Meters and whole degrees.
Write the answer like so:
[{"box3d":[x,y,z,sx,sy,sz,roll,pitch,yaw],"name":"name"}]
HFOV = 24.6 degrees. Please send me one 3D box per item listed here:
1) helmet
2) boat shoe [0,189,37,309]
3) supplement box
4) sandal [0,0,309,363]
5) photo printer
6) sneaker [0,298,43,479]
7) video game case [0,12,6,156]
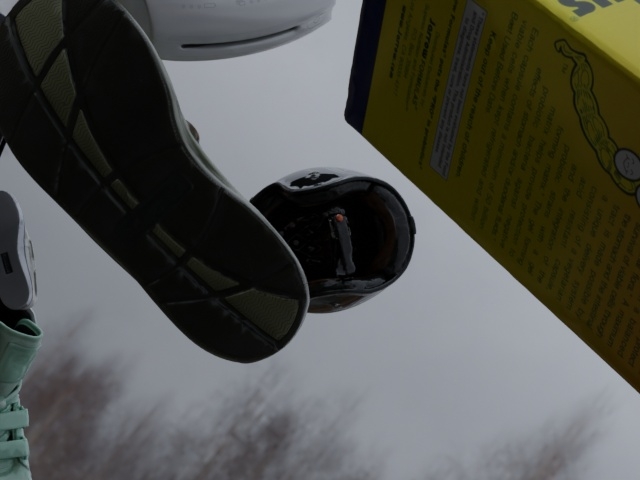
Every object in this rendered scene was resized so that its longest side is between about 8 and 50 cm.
[{"box3d":[0.000,0.000,1.530,0.169,0.169,0.161,48,-29,-21],"name":"helmet"},{"box3d":[-0.251,0.009,1.202,0.035,0.035,0.100,31,43,-78],"name":"boat shoe"},{"box3d":[0.205,-0.084,0.951,0.356,0.194,0.195,45,-38,33],"name":"supplement box"},{"box3d":[-0.124,-0.042,1.026,0.303,0.120,0.086,56,0,-3],"name":"sandal"},{"box3d":[-0.140,-0.344,1.734,0.308,0.256,0.107,63,-26,28],"name":"photo printer"},{"box3d":[-0.300,0.155,1.342,0.151,0.094,0.256,-38,-112,40],"name":"sneaker"},{"box3d":[-0.338,-0.125,1.171,0.196,0.026,0.274,35,-38,-3],"name":"video game case"}]
